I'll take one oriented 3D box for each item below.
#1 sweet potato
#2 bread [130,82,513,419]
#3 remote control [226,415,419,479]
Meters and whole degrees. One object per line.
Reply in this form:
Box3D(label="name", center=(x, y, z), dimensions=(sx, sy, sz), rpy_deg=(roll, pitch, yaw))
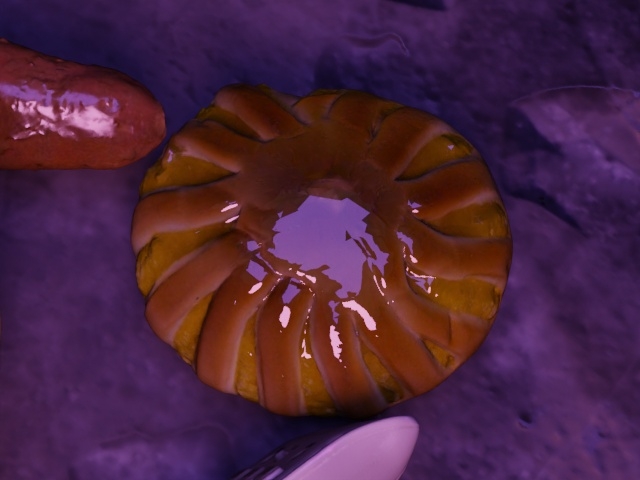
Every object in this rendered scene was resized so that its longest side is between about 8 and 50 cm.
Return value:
Box3D(label="sweet potato", center=(-0.259, -0.103, 0.857), dimensions=(0.354, 0.106, 0.095), rpy_deg=(24, 23, 3))
Box3D(label="bread", center=(0.000, 0.000, 0.830), dimensions=(0.213, 0.105, 0.213), rpy_deg=(1, 71, -4))
Box3D(label="remote control", center=(-0.083, 0.184, 0.741), dimensions=(0.313, 0.109, 0.055), rpy_deg=(-34, 92, -19))
